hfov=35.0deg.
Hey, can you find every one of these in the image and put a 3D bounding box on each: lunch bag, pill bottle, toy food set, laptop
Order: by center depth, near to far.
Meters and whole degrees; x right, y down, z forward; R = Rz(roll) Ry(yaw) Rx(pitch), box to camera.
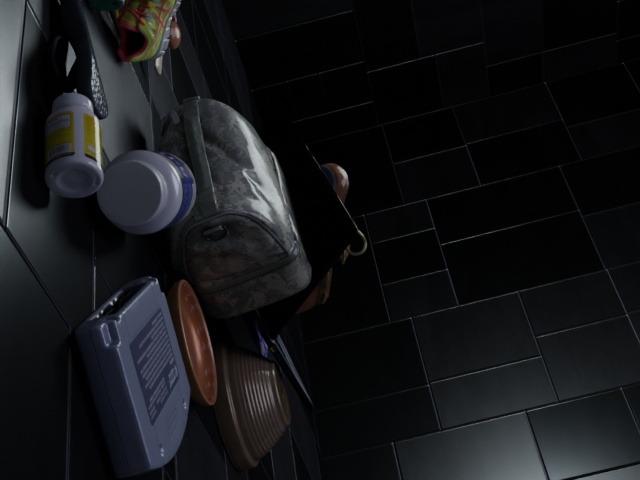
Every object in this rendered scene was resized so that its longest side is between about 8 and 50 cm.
[{"bbox_3d":[-0.280,-0.110,1.152,0.065,0.065,0.116,72,6,-53],"label":"pill bottle"},{"bbox_3d":[-0.234,-0.065,1.353,0.187,0.112,0.112,-71,147,-85],"label":"pill bottle"},{"bbox_3d":[-0.163,-0.064,1.705,0.256,0.212,0.305,68,5,-50],"label":"lunch bag"},{"bbox_3d":[-0.291,-0.393,1.791,0.218,0.071,0.128,49,44,-68],"label":"toy food set"},{"bbox_3d":[-0.049,0.039,1.952,0.382,0.236,0.408,61,-2,42],"label":"laptop"}]

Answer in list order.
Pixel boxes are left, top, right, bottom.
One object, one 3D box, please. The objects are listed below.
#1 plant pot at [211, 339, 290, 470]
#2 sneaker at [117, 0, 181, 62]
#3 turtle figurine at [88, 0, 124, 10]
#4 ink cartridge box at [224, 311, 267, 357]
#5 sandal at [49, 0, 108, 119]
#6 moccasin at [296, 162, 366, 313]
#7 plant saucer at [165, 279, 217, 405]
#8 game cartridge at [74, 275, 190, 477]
[{"bbox_3d":[-0.121,0.288,1.843,0.237,0.109,0.237,-15,90,-86],"label":"plant pot"},{"bbox_3d":[-0.284,-0.374,1.641,0.094,0.081,0.209,-40,151,-48],"label":"sneaker"},{"bbox_3d":[-0.330,-0.481,1.568,0.175,0.118,0.234,70,12,-63],"label":"turtle figurine"},{"bbox_3d":[-0.167,0.152,2.145,0.206,0.045,0.208,-96,166,-75],"label":"ink cartridge box"},{"bbox_3d":[-0.316,-0.232,1.300,0.254,0.054,0.097,-115,-167,-47],"label":"sandal"},{"bbox_3d":[0.001,0.002,2.035,0.139,0.147,0.380,-122,-148,-43],"label":"moccasin"},{"bbox_3d":[-0.204,0.161,1.571,0.200,0.037,0.200,-14,90,-88],"label":"plant saucer"},{"bbox_3d":[-0.216,0.163,1.218,0.294,0.060,0.196,-81,153,-82],"label":"game cartridge"}]
